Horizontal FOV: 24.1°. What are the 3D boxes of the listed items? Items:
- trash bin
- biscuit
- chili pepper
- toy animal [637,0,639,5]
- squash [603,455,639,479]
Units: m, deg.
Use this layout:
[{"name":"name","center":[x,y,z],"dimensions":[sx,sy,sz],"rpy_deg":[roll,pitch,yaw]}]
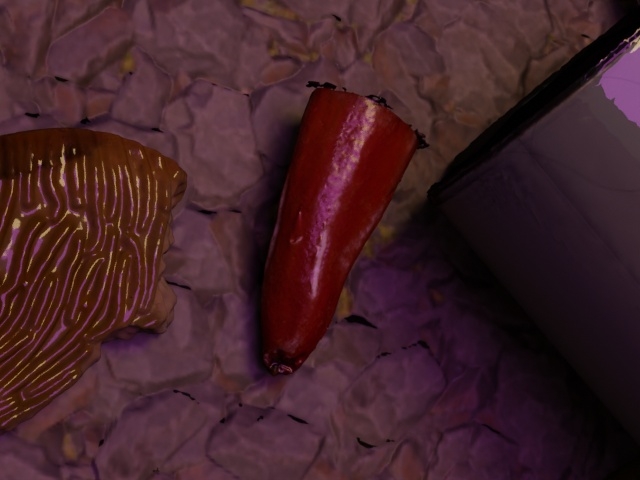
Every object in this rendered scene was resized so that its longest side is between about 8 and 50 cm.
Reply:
[{"name":"trash bin","center":[0.227,0.001,0.887],"dimensions":[0.262,0.217,0.277],"rpy_deg":[49,32,-2]},{"name":"biscuit","center":[-0.164,0.037,0.809],"dimensions":[0.176,0.031,0.228],"rpy_deg":[23,71,-20]},{"name":"chili pepper","center":[0.000,0.001,0.888],"dimensions":[0.088,0.065,0.169],"rpy_deg":[33,74,-46]},{"name":"toy animal","center":[0.270,-0.178,1.032],"dimensions":[0.137,0.098,0.098],"rpy_deg":[-37,99,-41]},{"name":"squash","center":[0.252,0.241,0.978],"dimensions":[0.219,0.041,0.219],"rpy_deg":[5,79,-25]}]
